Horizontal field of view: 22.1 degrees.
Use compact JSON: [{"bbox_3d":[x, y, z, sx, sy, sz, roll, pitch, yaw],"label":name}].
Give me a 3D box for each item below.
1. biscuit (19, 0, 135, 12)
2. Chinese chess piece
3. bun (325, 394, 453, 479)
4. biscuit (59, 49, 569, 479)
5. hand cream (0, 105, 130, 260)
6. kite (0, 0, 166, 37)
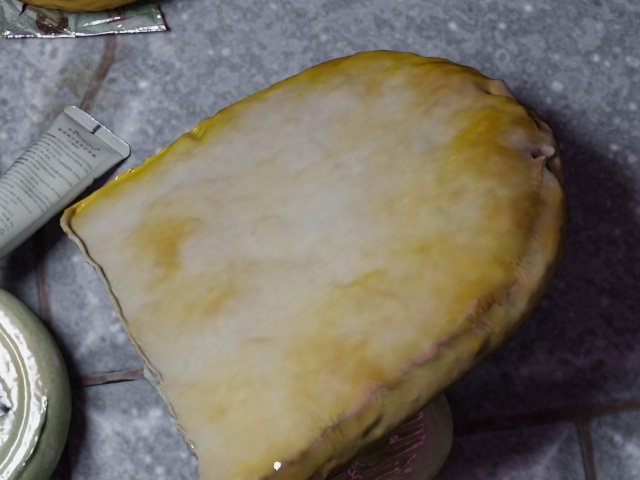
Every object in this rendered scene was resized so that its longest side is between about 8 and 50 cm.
[{"bbox_3d":[-0.232,-0.358,1.600,0.296,0.102,0.296,-1,73,5],"label":"biscuit"},{"bbox_3d":[-0.355,0.153,1.514,0.250,0.101,0.250,0,79,1],"label":"Chinese chess piece"},{"bbox_3d":[0.020,0.168,1.486,0.193,0.128,0.178,-33,78,7],"label":"bun"},{"bbox_3d":[0.000,0.001,1.453,0.446,0.104,0.429,-35,42,-10],"label":"biscuit"},{"bbox_3d":[-0.276,-0.043,1.540,0.080,0.050,0.234,37,53,7],"label":"hand cream"},{"bbox_3d":[-0.229,-0.288,1.639,0.229,0.012,0.250,41,83,10],"label":"kite"}]
